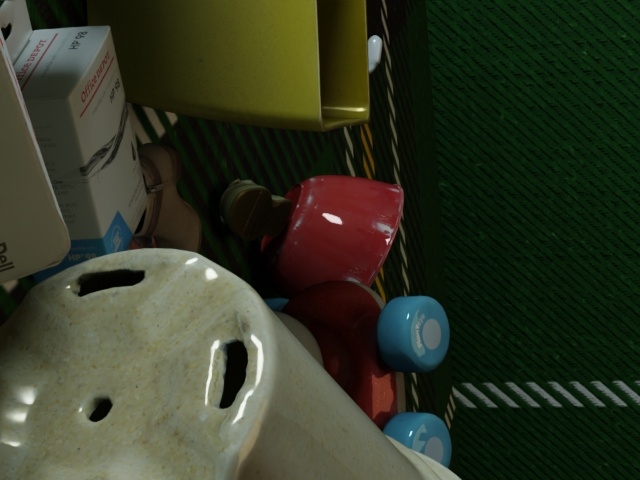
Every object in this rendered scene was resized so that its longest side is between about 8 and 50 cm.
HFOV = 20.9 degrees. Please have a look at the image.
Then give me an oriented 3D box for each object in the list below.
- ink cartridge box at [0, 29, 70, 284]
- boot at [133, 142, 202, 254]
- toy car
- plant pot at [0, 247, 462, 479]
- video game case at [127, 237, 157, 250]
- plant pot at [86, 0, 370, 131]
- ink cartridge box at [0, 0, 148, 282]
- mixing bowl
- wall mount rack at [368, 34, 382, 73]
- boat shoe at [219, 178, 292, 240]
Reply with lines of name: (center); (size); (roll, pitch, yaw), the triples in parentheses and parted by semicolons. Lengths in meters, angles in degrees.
ink cartridge box: (-0.198, -0.125, 0.659); (0.273, 0.114, 0.198); (-118, -169, -46)
boot: (-0.127, -0.018, 1.336); (0.087, 0.042, 0.118); (-43, 129, -67)
toy car: (-0.034, 0.143, 1.614); (0.238, 0.219, 0.210); (1, 88, -49)
plant pot: (-0.078, 0.182, 1.069); (0.305, 0.333, 0.334); (60, 28, -44)
video game case: (-0.150, 0.033, 1.354); (0.183, 0.023, 0.201); (24, 65, -77)
plant pot: (-0.073, -0.191, 1.352); (0.212, 0.187, 0.212); (-27, 115, -78)
ink cartridge box: (-0.171, -0.073, 1.169); (0.104, 0.060, 0.180); (-74, 159, -55)
mixing bowl: (0.000, 0.000, 1.826); (0.181, 0.098, 0.181); (-56, -164, 25)
wall mount rack: (0.001, -0.339, 1.883); (0.350, 0.130, 0.304); (6, 83, -79)
boat shoe: (-0.073, -0.033, 1.709); (0.056, 0.048, 0.153); (-69, 163, 7)
